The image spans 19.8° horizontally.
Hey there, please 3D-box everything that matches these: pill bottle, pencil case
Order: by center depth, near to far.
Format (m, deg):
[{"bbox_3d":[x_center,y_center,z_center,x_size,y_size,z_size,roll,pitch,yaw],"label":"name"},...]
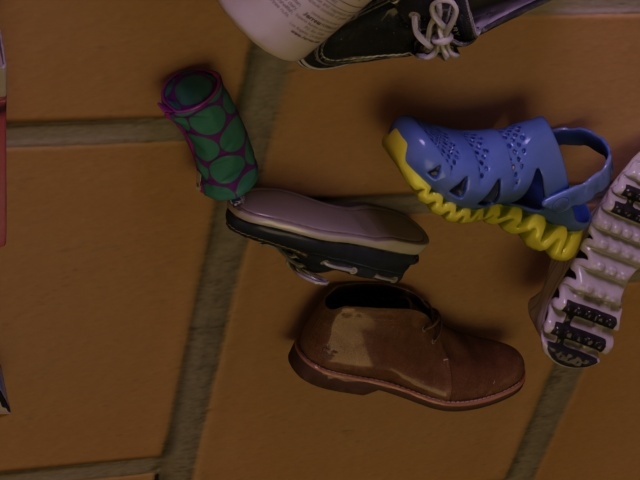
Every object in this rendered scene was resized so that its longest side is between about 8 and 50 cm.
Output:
[{"bbox_3d":[0.019,-0.276,1.632,0.229,0.131,0.131,-38,137,24],"label":"pill bottle"},{"bbox_3d":[-0.110,-0.103,1.830,0.070,0.064,0.152,-33,140,-10],"label":"pencil case"}]

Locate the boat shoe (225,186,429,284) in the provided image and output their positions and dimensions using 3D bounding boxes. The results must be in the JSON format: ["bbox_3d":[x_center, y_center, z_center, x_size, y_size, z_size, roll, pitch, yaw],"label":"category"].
[{"bbox_3d":[0.000,0.000,1.972,0.254,0.095,0.079,6,122,-40],"label":"boat shoe"}]

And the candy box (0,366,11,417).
[{"bbox_3d":[-0.441,0.122,1.939,0.159,0.071,0.233,-20,140,-1],"label":"candy box"}]

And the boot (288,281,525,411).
[{"bbox_3d":[0.122,0.121,2.150,0.305,0.112,0.115,8,122,-26],"label":"boot"}]

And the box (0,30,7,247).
[{"bbox_3d":[-0.366,-0.107,1.674,0.148,0.127,0.232,-6,138,-15],"label":"box"}]

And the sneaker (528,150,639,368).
[{"bbox_3d":[0.328,0.000,2.099,0.110,0.118,0.292,27,103,-21],"label":"sneaker"}]

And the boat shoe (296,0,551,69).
[{"bbox_3d":[0.116,-0.226,1.755,0.306,0.105,0.113,-20,140,0],"label":"boat shoe"}]

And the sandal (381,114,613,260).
[{"bbox_3d":[0.196,-0.083,1.945,0.317,0.126,0.138,14,126,-44],"label":"sandal"}]
